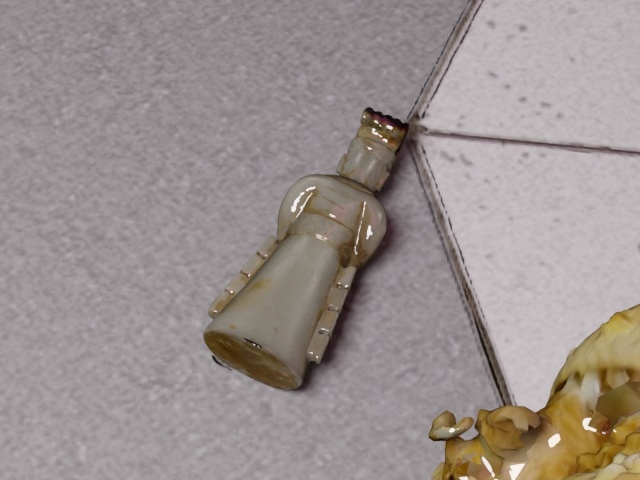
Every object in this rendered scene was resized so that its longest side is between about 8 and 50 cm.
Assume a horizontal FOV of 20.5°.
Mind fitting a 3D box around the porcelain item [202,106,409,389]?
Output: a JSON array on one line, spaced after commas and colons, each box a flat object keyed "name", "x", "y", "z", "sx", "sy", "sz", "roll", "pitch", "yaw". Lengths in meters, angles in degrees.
[{"name": "porcelain item", "x": 0.000, "y": 0.000, "z": 1.215, "sx": 0.084, "sy": 0.054, "sz": 0.213, "roll": 25, "pitch": 60, "yaw": 9}]

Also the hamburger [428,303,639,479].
[{"name": "hamburger", "x": 0.195, "y": 0.194, "z": 0.941, "sx": 0.287, "sy": 0.445, "sz": 0.268, "roll": 12, "pitch": 54, "yaw": 40}]
